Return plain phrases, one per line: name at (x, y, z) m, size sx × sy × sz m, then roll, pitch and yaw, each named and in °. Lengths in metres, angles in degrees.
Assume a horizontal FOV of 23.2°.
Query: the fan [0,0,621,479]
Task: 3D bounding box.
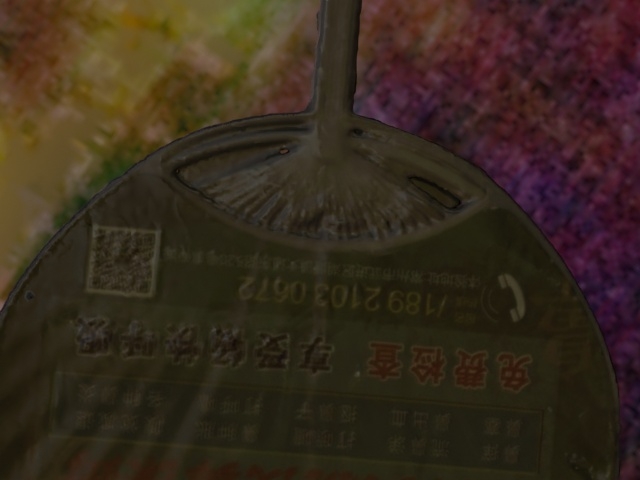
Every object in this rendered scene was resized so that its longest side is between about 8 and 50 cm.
fan at (-0.026, 0.022, 0.543) m, size 0.223 × 0.294 × 0.012 m, roll -24°, pitch -1°, yaw -6°
